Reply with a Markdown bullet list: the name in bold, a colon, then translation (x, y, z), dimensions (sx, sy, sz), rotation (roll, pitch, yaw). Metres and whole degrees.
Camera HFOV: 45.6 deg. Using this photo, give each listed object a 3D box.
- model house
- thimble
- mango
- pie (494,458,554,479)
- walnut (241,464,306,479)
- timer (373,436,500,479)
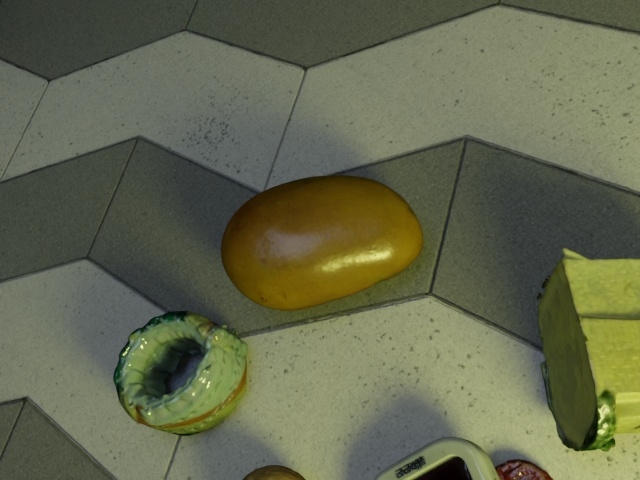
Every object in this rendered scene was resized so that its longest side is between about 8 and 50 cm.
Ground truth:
- **model house**: translation (0.537, 0.194, 1.304), dimensions (0.266, 0.261, 0.321), rotation (-5, 60, 2)
- **thimble**: translation (-0.304, 0.288, 1.683), dimensions (0.288, 0.167, 0.254), rotation (-29, 55, 10)
- **mango**: translation (0.000, 0.000, 1.663), dimensions (0.445, 0.232, 0.300), rotation (-9, 55, 15)
- **pie**: translation (0.349, 0.462, 1.338), dimensions (0.154, 0.036, 0.155), rotation (-12, 59, 21)
- **walnut**: translation (-0.086, 0.511, 1.466), dimensions (0.166, 0.149, 0.167), rotation (2, 97, 20)
- **timer**: translation (0.212, 0.489, 1.339), dimensions (0.262, 0.087, 0.237), rotation (-36, 51, 21)
